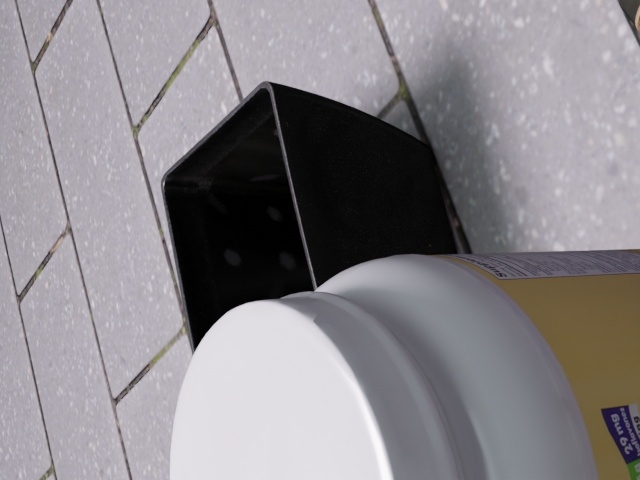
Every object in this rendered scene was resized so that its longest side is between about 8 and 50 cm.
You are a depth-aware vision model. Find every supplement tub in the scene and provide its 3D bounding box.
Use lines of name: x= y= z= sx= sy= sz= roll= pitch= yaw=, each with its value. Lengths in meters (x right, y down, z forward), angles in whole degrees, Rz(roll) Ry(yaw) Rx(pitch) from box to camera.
supplement tub: x=0.112 y=0.125 z=0.653 sx=0.241 sy=0.331 sz=0.241 roll=4 pitch=94 yaw=55

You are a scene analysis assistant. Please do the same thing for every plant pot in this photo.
plant pot: x=0.000 y=0.000 z=0.957 sx=0.187 sy=0.167 sz=0.188 roll=-34 pitch=64 yaw=50

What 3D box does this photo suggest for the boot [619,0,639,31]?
boot: x=0.265 y=-0.152 z=0.663 sx=0.137 sy=0.076 sz=0.198 roll=61 pitch=148 yaw=26

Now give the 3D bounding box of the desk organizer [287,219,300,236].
desk organizer: x=-0.030 y=0.033 z=1.103 sx=0.047 sy=0.050 sz=0.130 roll=44 pitch=126 yaw=46
